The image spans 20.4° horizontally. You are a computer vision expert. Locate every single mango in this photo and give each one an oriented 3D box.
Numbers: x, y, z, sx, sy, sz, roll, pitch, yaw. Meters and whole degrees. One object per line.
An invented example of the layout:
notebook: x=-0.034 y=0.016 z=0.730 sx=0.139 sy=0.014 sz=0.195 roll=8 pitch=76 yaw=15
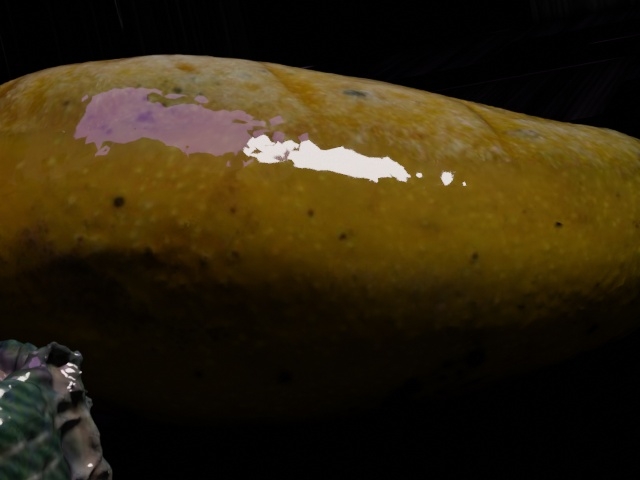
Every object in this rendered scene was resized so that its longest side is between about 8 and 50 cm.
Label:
mango: x=-0.003 y=0.005 z=0.758 sx=0.329 sy=0.176 sz=0.176 roll=9 pitch=45 yaw=5

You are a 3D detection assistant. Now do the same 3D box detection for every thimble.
thimble: x=-0.148 y=0.089 z=0.625 sx=0.135 sy=0.090 sz=0.118 roll=-4 pitch=15 yaw=28
